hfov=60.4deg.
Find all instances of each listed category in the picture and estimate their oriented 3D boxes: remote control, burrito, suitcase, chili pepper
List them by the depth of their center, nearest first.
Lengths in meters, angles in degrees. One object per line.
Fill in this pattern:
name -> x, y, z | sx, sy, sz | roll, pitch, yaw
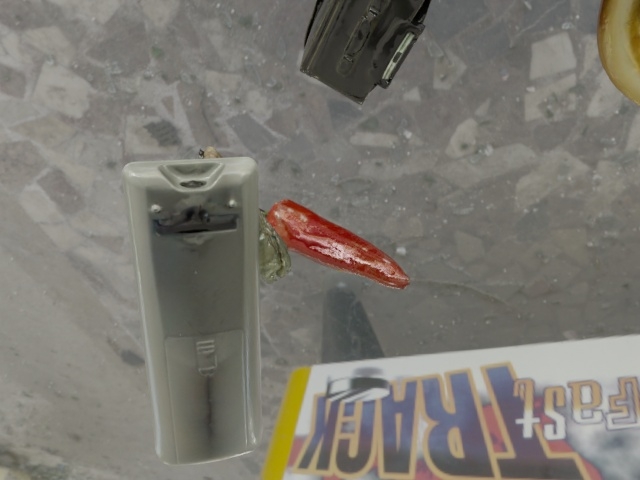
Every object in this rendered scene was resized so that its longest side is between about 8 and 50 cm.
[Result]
remote control -> -0.106, 0.083, 0.497 | 0.109, 0.055, 0.313 | -5, 116, -14
burrito -> -0.081, -0.021, 0.592 | 0.042, 0.051, 0.171 | -11, 127, 22
chili pepper -> 0.000, 0.000, 0.730 | 0.272, 0.071, 0.063 | 26, 128, 21
suitcase -> 0.115, -0.466, 1.061 | 0.194, 0.434, 0.283 | 28, 132, -6

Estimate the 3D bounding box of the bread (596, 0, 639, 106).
bread -> 0.631, -0.385, 0.809 | 0.245, 0.329, 0.424 | -20, 148, -36
